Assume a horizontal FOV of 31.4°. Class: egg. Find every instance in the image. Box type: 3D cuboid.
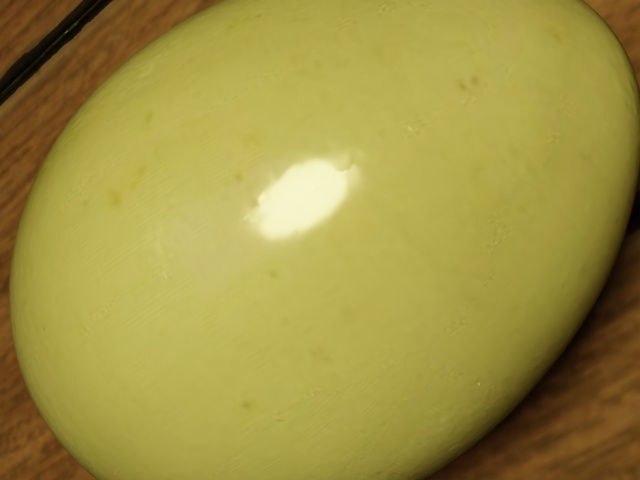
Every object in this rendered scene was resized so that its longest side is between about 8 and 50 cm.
[{"bbox_3d":[0.000,0.000,0.420,0.253,0.188,0.189,-32,66,23],"label":"egg"}]
